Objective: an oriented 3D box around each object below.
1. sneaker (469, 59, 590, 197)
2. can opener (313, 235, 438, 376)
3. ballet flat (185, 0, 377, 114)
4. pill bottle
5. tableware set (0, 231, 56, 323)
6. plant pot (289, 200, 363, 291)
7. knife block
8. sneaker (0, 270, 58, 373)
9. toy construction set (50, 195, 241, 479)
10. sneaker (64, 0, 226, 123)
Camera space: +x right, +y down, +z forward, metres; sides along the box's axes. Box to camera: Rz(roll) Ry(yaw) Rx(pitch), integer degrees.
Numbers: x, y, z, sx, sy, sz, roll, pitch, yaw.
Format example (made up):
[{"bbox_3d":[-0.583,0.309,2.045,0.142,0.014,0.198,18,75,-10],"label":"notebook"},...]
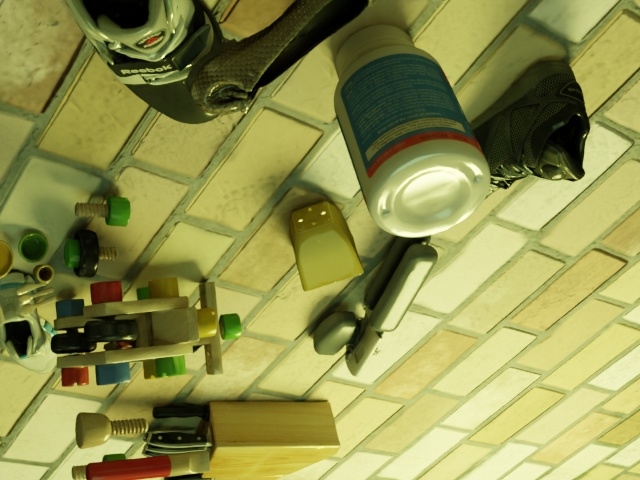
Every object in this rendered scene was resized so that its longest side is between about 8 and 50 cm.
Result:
[{"bbox_3d":[0.230,-0.094,1.081,0.087,0.130,0.227,20,131,-32],"label":"sneaker"},{"bbox_3d":[0.077,0.093,1.284,0.093,0.074,0.280,8,134,-25],"label":"can opener"},{"bbox_3d":[-0.016,-0.198,0.872,0.250,0.058,0.084,-37,161,-14],"label":"ballet flat"},{"bbox_3d":[0.083,-0.121,0.928,0.124,0.221,0.124,-9,140,-8],"label":"pill bottle"},{"bbox_3d":[-0.382,0.053,1.059,0.154,0.024,0.104,-23,111,-35],"label":"tableware set"},{"bbox_3d":[0.000,0.000,1.153,0.081,0.081,0.083,-18,129,3],"label":"plant pot"},{"bbox_3d":[-0.138,0.309,1.449,0.276,0.088,0.242,-26,139,12],"label":"knife block"},{"bbox_3d":[-0.384,0.129,1.172,0.071,0.083,0.190,-12,141,-7],"label":"sneaker"},{"bbox_3d":[-0.185,0.144,1.105,0.237,0.308,0.257,2,145,-27],"label":"toy construction set"},{"bbox_3d":[-0.167,-0.198,0.825,0.122,0.146,0.330,-22,141,5],"label":"sneaker"}]
